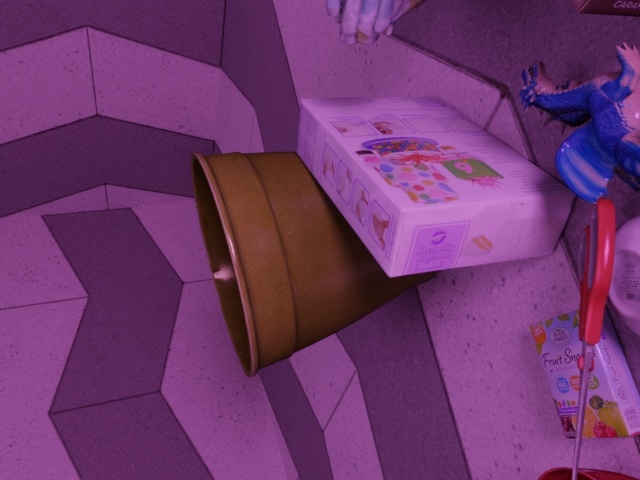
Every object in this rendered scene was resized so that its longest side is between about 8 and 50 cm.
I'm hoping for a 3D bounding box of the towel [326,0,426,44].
[{"bbox_3d":[0.125,-0.435,0.608,0.090,0.320,0.374,26,134,13],"label":"towel"}]

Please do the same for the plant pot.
[{"bbox_3d":[0.000,0.000,0.946,0.366,0.353,0.366,166,90,-74],"label":"plant pot"}]

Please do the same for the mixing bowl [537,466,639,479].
[{"bbox_3d":[0.324,0.321,0.590,0.181,0.098,0.181,172,90,-70],"label":"mixing bowl"}]

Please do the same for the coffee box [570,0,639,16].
[{"bbox_3d":[0.254,-0.323,0.503,0.098,0.141,0.246,118,139,-56],"label":"coffee box"}]

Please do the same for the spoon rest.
[{"bbox_3d":[0.349,0.041,0.489,0.276,0.084,0.137,-164,69,-82],"label":"spoon rest"}]

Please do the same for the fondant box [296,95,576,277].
[{"bbox_3d":[0.131,-0.095,0.760,0.330,0.238,0.096,-123,34,-50],"label":"fondant box"}]

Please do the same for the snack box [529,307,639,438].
[{"bbox_3d":[0.310,0.156,0.656,0.100,0.037,0.141,133,127,-63],"label":"snack box"}]

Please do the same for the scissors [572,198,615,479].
[{"bbox_3d":[0.269,0.106,0.564,0.109,0.021,0.297,55,-136,-70],"label":"scissors"}]

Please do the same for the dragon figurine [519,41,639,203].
[{"bbox_3d":[0.295,-0.088,0.547,0.144,0.085,0.289,116,145,-57],"label":"dragon figurine"}]
